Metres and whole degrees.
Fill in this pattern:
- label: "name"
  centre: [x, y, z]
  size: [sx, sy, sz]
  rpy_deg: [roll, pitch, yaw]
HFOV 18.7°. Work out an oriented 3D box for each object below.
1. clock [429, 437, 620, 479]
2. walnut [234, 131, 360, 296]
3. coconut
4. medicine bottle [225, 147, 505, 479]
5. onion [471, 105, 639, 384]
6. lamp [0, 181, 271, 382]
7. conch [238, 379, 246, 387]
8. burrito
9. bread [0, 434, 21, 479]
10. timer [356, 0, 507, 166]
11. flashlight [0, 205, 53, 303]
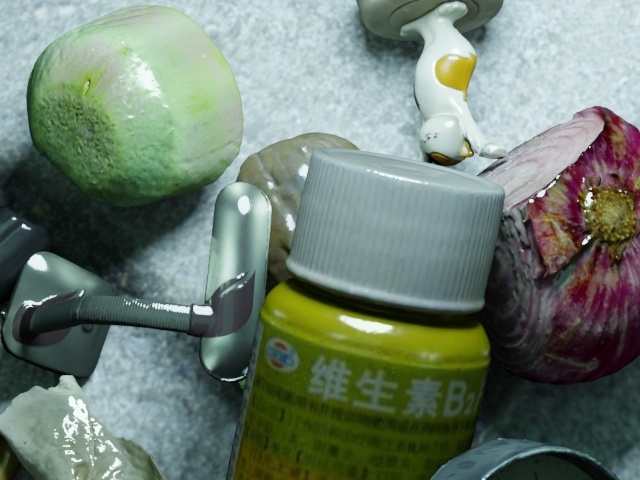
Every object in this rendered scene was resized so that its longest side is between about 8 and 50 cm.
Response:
- label: "clock"
  centre: [0.193, 0.336, 1.781]
  size: [0.061, 0.312, 0.312]
  rpy_deg: [-5, 57, 50]
- label: "walnut"
  centre: [0.001, -0.001, 1.997]
  size: [0.178, 0.178, 0.230]
  rpy_deg: [-28, 77, -8]
- label: "coconut"
  centre: [-0.195, -0.142, 2.058]
  size: [0.236, 0.236, 0.204]
  rpy_deg: [-10, 103, 0]
- label: "medicine bottle"
  centre: [0.045, 0.118, 1.828]
  size: [0.224, 0.224, 0.384]
  rpy_deg: [13, 98, 10]
- label: "onion"
  centre: [0.255, 0.015, 1.946]
  size: [0.256, 0.272, 0.230]
  rpy_deg: [-36, 95, -4]
- label: "lamp"
  centre: [-0.184, 0.034, 1.955]
  size: [0.283, 0.124, 0.203]
  rpy_deg: [-4, 62, 42]
- label: "conch"
  centre: [-0.057, 0.112, 1.996]
  size: [0.089, 0.074, 0.121]
  rpy_deg: [-40, 109, -12]
- label: "burrito"
  centre: [-0.175, 0.295, 1.925]
  size: [0.117, 0.076, 0.392]
  rpy_deg: [-35, 70, -19]
- label: "bread"
  centre: [-0.363, 0.231, 1.983]
  size: [0.136, 0.054, 0.154]
  rpy_deg: [-20, 73, -11]
- label: "timer"
  centre: [0.128, -0.191, 2.073]
  size: [0.175, 0.175, 0.266]
  rpy_deg: [-7, 72, 1]
- label: "flashlight"
  centre: [-0.450, 0.124, 2.014]
  size: [0.424, 0.103, 0.103]
  rpy_deg: [-42, 70, -14]
